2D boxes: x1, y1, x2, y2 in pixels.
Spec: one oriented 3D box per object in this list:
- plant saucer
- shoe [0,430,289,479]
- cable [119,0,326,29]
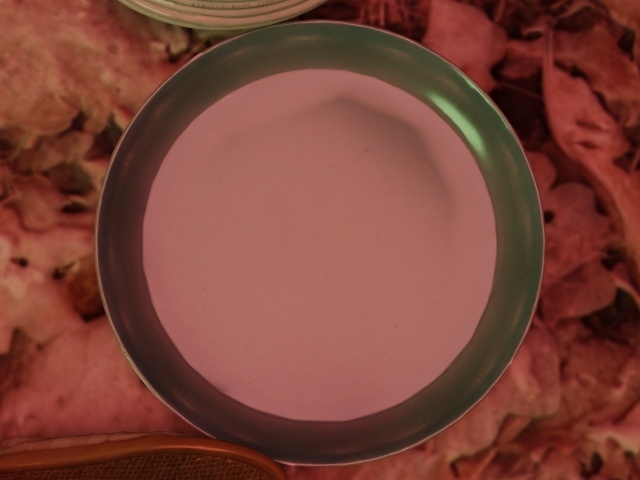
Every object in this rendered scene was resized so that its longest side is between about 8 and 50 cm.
[{"bbox_3d":[0.000,0.000,0.728,0.318,0.044,0.317,0,82,-3],"label":"plant saucer"},{"bbox_3d":[-0.128,0.158,0.685,0.219,0.058,0.076,1,106,3],"label":"shoe"},{"bbox_3d":[-0.067,-0.274,0.723,0.257,0.089,0.257,40,76,7],"label":"cable"}]
